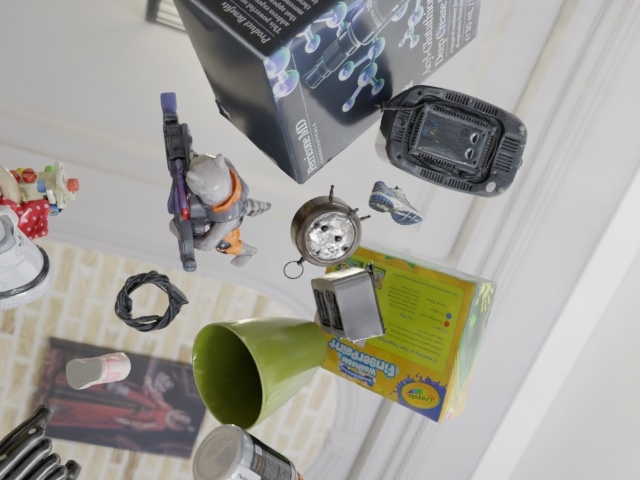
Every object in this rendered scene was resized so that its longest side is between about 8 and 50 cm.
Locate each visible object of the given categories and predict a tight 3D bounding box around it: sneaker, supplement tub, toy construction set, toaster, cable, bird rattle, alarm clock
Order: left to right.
[{"bbox_3d":[-0.619,0.033,1.047,0.210,0.366,0.137,98,-22,-57],"label":"sneaker"},{"bbox_3d":[-0.705,-0.073,1.438,0.143,0.254,0.206,-95,177,-64],"label":"bird rattle"},{"bbox_3d":[-0.688,-0.137,1.543,0.215,0.328,0.151,92,8,-55],"label":"toy construction set"},{"bbox_3d":[-0.369,0.218,1.149,0.134,0.070,0.051,-17,-102,41],"label":"sneaker"},{"bbox_3d":[-0.407,0.142,1.601,0.151,0.184,0.047,-34,-132,4],"label":"cable"},{"bbox_3d":[-0.118,0.406,1.182,0.117,0.190,0.117,-27,-141,25],"label":"supplement tub"},{"bbox_3d":[0.000,0.000,1.280,0.192,0.129,0.064,-49,-152,9],"label":"alarm clock"},{"bbox_3d":[0.066,0.147,1.642,0.168,0.110,0.185,179,-103,-68],"label":"toaster"},{"bbox_3d":[0.149,-0.074,1.301,0.052,0.135,0.058,-20,-126,41],"label":"sneaker"},{"bbox_3d":[0.169,-0.144,0.981,0.146,0.227,0.129,-133,-121,-80],"label":"toaster"}]

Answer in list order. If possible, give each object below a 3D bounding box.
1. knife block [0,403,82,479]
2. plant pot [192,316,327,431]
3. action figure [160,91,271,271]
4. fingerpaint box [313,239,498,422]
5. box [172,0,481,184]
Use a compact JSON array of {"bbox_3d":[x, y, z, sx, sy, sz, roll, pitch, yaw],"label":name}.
[{"bbox_3d":[-0.321,0.237,0.515,0.242,0.276,0.088,24,-44,63],"label":"knife block"},{"bbox_3d":[-0.130,0.308,1.759,0.275,0.294,0.274,13,-71,41],"label":"plant pot"},{"bbox_3d":[-0.195,-0.112,1.285,0.330,0.179,0.341,94,-14,-82],"label":"action figure"},{"bbox_3d":[0.209,0.226,1.859,0.445,0.163,0.371,18,-82,35],"label":"fingerpaint box"},{"bbox_3d":[0.028,-0.330,0.972,0.395,0.212,0.293,-41,157,-11],"label":"box"}]
